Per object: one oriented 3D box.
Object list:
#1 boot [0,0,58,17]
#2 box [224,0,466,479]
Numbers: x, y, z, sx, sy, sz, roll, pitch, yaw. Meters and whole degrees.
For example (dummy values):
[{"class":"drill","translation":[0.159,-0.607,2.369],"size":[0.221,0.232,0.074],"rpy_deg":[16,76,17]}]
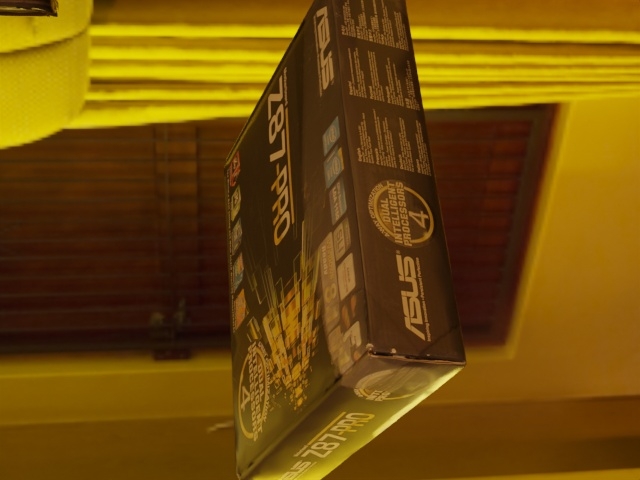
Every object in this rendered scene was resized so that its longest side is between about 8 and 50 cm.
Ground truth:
[{"class":"boot","translation":[-0.259,-0.299,0.685],"size":[0.263,0.091,0.229],"rpy_deg":[45,-48,52]},{"class":"box","translation":[0.000,0.000,0.871],"size":[0.318,0.097,0.394],"rpy_deg":[131,-38,-50]}]
